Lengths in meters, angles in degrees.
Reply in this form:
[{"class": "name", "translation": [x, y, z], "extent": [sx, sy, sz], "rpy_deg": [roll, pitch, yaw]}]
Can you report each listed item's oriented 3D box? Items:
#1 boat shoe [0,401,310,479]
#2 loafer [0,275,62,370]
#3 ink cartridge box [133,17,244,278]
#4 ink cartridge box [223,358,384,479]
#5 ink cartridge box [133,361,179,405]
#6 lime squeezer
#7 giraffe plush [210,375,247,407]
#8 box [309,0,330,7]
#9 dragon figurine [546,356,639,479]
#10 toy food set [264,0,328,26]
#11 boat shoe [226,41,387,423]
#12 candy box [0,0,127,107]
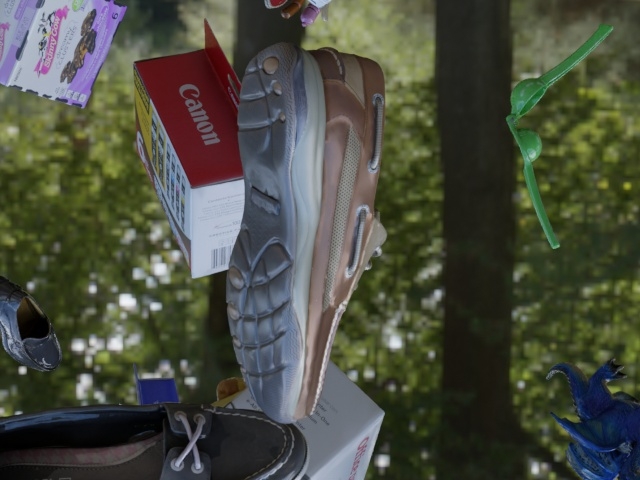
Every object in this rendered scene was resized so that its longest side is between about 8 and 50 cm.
[{"class": "boat shoe", "translation": [-0.181, 0.201, 1.279], "extent": [0.335, 0.112, 0.095], "rpy_deg": [-8, 145, 9]}, {"class": "loafer", "translation": [-0.360, 0.112, 1.749], "extent": [0.061, 0.062, 0.170], "rpy_deg": [17, 153, 32]}, {"class": "ink cartridge box", "translation": [-0.192, -0.151, 2.231], "extent": [0.130, 0.271, 0.309], "rpy_deg": [-14, -131, -17]}, {"class": "ink cartridge box", "translation": [-0.089, 0.282, 1.537], "extent": [0.307, 0.223, 0.129], "rpy_deg": [-39, -111, -26]}, {"class": "ink cartridge box", "translation": [-0.201, 0.353, 1.933], "extent": [0.072, 0.303, 0.307], "rpy_deg": [-7, 156, -11]}, {"class": "lime squeezer", "translation": [0.300, -0.148, 1.898], "extent": [0.110, 0.310, 0.059], "rpy_deg": [15, 173, -3]}, {"class": "giraffe plush", "translation": [-0.053, 0.217, 1.969], "extent": [0.210, 0.170, 0.181], "rpy_deg": [-4, -132, -15]}, {"class": "box", "translation": [0.094, -0.307, 0.839], "extent": [0.076, 0.242, 0.307], "rpy_deg": [36, 136, -28]}, {"class": "dragon figurine", "translation": [0.317, 0.216, 1.598], "extent": [0.144, 0.085, 0.289], "rpy_deg": [-40, -141, -19]}, {"class": "toy food set", "translation": [-0.029, -0.321, 1.864], "extent": [0.122, 0.077, 0.019], "rpy_deg": [-2, -175, -43]}, {"class": "boat shoe", "translation": [0.000, 0.000, 1.152], "extent": [0.116, 0.324, 0.123], "rpy_deg": [-7, -153, -28]}, {"class": "candy box", "translation": [-0.375, -0.284, 1.973], "extent": [0.070, 0.164, 0.196], "rpy_deg": [27, -173, 22]}]
